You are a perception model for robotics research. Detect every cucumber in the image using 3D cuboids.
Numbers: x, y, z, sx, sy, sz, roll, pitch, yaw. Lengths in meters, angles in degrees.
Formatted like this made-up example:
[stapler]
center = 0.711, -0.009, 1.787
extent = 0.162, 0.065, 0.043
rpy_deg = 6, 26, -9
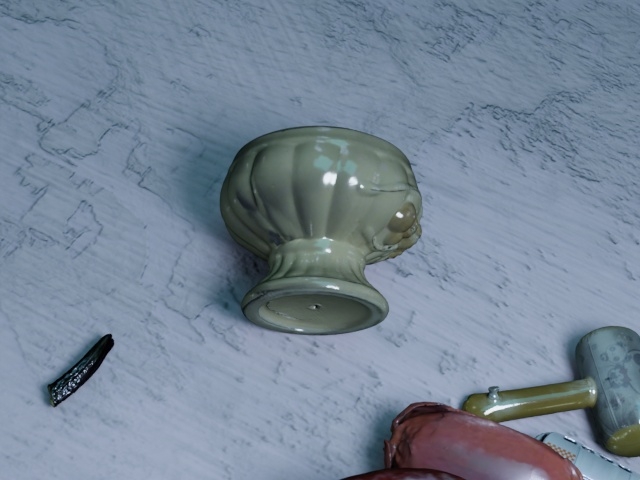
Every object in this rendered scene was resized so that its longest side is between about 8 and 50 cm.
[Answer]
[cucumber]
center = -0.334, 0.182, 1.375
extent = 0.034, 0.033, 0.135
rpy_deg = 38, 54, 12

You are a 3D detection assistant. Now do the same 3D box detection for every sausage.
[sausage]
center = 0.218, 0.316, 1.318
extent = 0.280, 0.152, 0.152
rpy_deg = 18, 50, 16

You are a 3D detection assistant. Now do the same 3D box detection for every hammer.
[hammer]
center = 0.362, 0.235, 1.472
extent = 0.306, 0.113, 0.201
rpy_deg = -4, 51, -7

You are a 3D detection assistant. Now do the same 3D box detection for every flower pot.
[flower pot]
center = 0.000, 0.000, 1.452
extent = 0.308, 0.307, 0.244
rpy_deg = 7, 68, -9

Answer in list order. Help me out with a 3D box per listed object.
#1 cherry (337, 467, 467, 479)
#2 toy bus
[cherry]
center = 0.081, 0.430, 1.135
extent = 0.335, 0.291, 0.326
rpy_deg = -6, 46, -8
[toy bus]
center = 0.376, 0.343, 1.388
extent = 0.194, 0.089, 0.087
rpy_deg = 28, 51, 10
